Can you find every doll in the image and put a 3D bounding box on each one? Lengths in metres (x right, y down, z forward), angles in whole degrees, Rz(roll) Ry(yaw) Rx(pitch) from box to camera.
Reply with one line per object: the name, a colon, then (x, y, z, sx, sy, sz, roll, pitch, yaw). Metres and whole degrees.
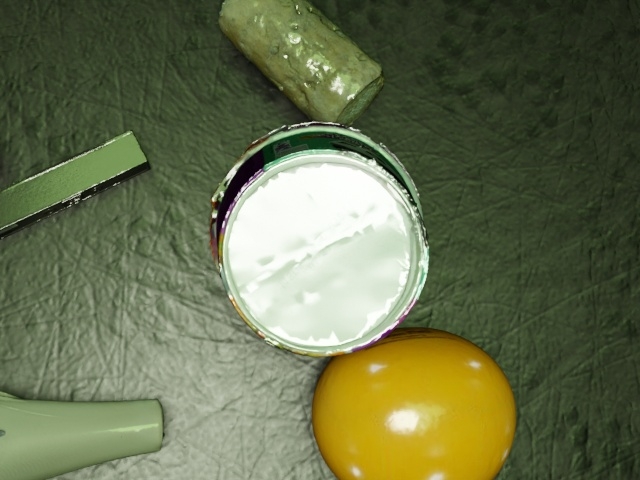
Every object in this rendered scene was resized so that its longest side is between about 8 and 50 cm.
doll: (0.099, 0.212, 0.778, 0.214, 0.213, 0.235, -6, 94, -8)

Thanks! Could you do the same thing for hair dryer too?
hair dryer: (-0.282, 0.264, 0.750, 0.296, 0.119, 0.298, -24, 73, -24)

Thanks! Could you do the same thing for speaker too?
speaker: (-0.292, -0.063, 0.856, 0.191, 0.040, 0.046, -27, 84, -12)

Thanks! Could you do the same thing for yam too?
yam: (-0.023, -0.223, 0.887, 0.194, 0.107, 0.107, 43, 77, 4)

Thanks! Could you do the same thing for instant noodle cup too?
instant noodle cup: (0.000, 0.000, 0.769, 0.251, 0.190, 0.251, 0, 97, -2)
